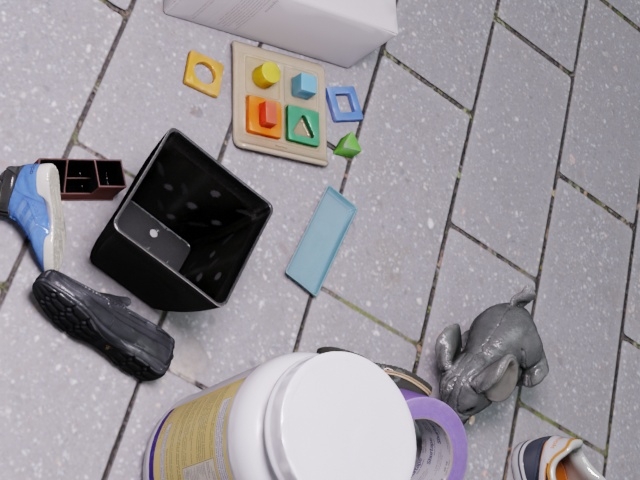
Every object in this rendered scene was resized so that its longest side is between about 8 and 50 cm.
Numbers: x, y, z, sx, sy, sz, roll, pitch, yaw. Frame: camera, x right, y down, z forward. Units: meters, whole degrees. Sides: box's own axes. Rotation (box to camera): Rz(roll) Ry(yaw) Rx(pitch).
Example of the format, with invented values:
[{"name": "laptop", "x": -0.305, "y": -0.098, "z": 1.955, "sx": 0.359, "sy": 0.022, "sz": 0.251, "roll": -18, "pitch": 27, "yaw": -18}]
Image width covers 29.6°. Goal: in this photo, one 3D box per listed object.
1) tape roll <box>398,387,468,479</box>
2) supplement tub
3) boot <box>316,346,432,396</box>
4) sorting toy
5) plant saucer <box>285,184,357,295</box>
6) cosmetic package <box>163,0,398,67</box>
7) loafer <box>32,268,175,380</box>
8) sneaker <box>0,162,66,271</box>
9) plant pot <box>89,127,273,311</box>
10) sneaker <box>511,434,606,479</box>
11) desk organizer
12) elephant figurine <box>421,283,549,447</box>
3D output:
[{"name": "tape roll", "x": 0.124, "y": 0.320, "z": 1.813, "sx": 0.189, "sy": 0.080, "sz": 0.189, "roll": -3, "pitch": 95, "yaw": -30}, {"name": "supplement tub", "x": -0.057, "y": 0.281, "z": 1.568, "sx": 0.241, "sy": 0.331, "sz": 0.241, "roll": 15, "pitch": 64, "yaw": -32}, {"name": "boot", "x": 0.070, "y": 0.256, "z": 1.857, "sx": 0.197, "sy": 0.077, "sz": 0.137, "roll": 18, "pitch": 67, "yaw": -17}, {"name": "sorting toy", "x": -0.060, "y": -0.227, "z": 1.965, "sx": 0.347, "sy": 0.047, "sz": 0.196, "roll": 10, "pitch": 66, "yaw": -34}, {"name": "plant saucer", "x": 0.000, "y": 0.000, "z": 1.936, "sx": 0.067, "sy": 0.018, "sz": 0.192, "roll": 39, "pitch": 52, "yaw": -18}, {"name": "cosmetic package", "x": -0.061, "y": -0.436, "z": 1.980, "sx": 0.365, "sy": 0.155, "sz": 0.197, "roll": 13, "pitch": 65, "yaw": -33}, {"name": "loafer", "x": -0.290, "y": 0.105, "z": 1.640, "sx": 0.223, "sy": 0.076, "sz": 0.078, "roll": 39, "pitch": 47, "yaw": -24}, {"name": "sneaker", "x": -0.394, "y": -0.029, "z": 1.631, "sx": 0.058, "sy": 0.084, "sz": 0.152, "roll": -63, "pitch": 152, "yaw": -70}, {"name": "plant pot", "x": -0.211, "y": -0.009, "z": 1.682, "sx": 0.187, "sy": 0.167, "sz": 0.188, "roll": 39, "pitch": 54, "yaw": -19}, {"name": "sneaker", "x": 0.420, "y": 0.477, "z": 1.987, "sx": 0.126, "sy": 0.127, "sz": 0.321, "roll": -14, "pitch": 82, "yaw": -41}, {"name": "desk organizer", "x": -0.341, "y": -0.086, "z": 1.692, "sx": 0.130, "sy": 0.050, "sz": 0.047, "roll": -2, "pitch": 73, "yaw": -38}, {"name": "elephant figurine", "x": 0.253, "y": 0.211, "z": 1.938, "sx": 0.239, "sy": 0.169, "sz": 0.186, "roll": -28, "pitch": 95, "yaw": -45}]
